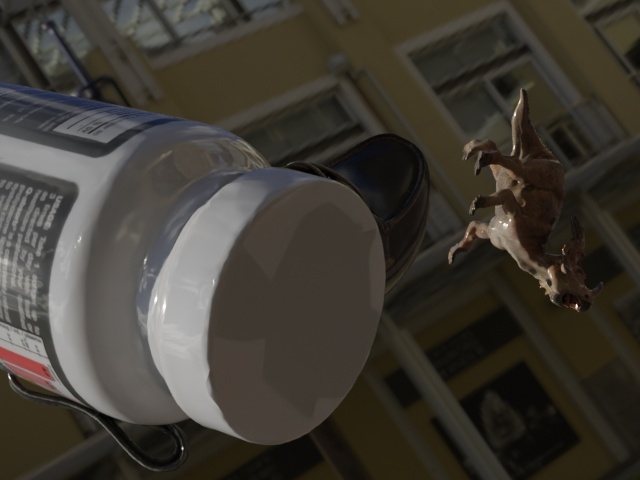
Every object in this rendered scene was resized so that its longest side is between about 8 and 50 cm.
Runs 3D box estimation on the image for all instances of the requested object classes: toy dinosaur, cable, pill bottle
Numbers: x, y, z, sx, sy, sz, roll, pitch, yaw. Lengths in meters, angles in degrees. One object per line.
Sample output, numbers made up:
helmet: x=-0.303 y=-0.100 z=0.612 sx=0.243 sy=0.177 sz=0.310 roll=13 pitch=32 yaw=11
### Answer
toy dinosaur: x=0.297 y=-0.050 z=1.658 sx=0.200 sy=0.295 sz=0.127 roll=9 pitch=-9 yaw=-6
cable: x=-0.294 y=0.195 z=1.509 sx=0.139 sy=0.287 sz=0.072 roll=-39 pitch=-19 yaw=-11
pill bottle: x=-0.150 y=0.009 z=0.846 sx=0.210 sy=0.363 sz=0.210 roll=-22 pitch=-61 yaw=-47

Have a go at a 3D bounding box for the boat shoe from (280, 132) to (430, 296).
boat shoe: x=0.000 y=0.000 z=1.091 sx=0.355 sy=0.132 sz=0.130 roll=-49 pitch=-25 yaw=-38
